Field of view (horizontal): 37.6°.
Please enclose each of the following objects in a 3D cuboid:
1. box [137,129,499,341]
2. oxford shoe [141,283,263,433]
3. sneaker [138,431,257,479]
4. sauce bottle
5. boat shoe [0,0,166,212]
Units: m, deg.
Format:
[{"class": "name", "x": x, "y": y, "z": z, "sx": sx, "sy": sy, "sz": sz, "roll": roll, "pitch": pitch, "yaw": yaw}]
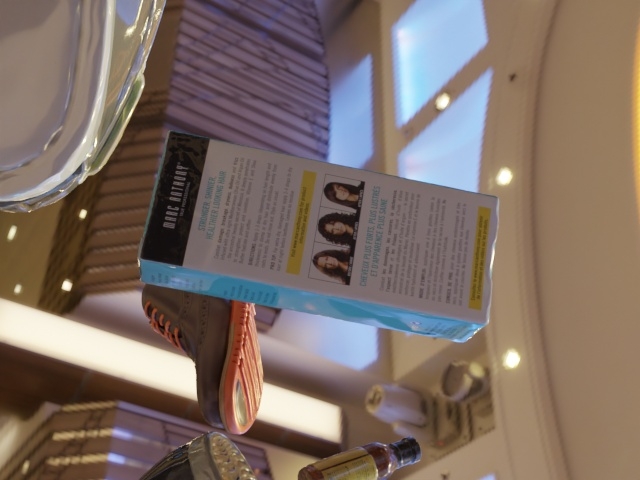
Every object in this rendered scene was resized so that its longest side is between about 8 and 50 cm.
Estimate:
[{"class": "box", "x": 0.000, "y": 0.000, "z": 0.677, "sx": 0.060, "sy": 0.244, "sz": 0.100, "roll": 113, "pitch": -13, "yaw": -68}, {"class": "oxford shoe", "x": -0.105, "y": 0.079, "z": 0.829, "sx": 0.271, "sy": 0.098, "sz": 0.096, "roll": -105, "pitch": -172, "yaw": -63}, {"class": "sneaker", "x": -0.064, "y": 0.242, "z": 0.577, "sx": 0.118, "sy": 0.083, "sz": 0.222, "roll": -32, "pitch": -114, "yaw": 10}, {"class": "sauce bottle", "x": 0.040, "y": 0.220, "z": 0.905, "sx": 0.042, "sy": 0.128, "sz": 0.042, "roll": 26, "pitch": -60, "yaw": 55}, {"class": "boat shoe", "x": -0.104, "y": -0.160, "z": 0.392, "sx": 0.091, "sy": 0.109, "sz": 0.305, "roll": 130, "pitch": -29, "yaw": -83}]
